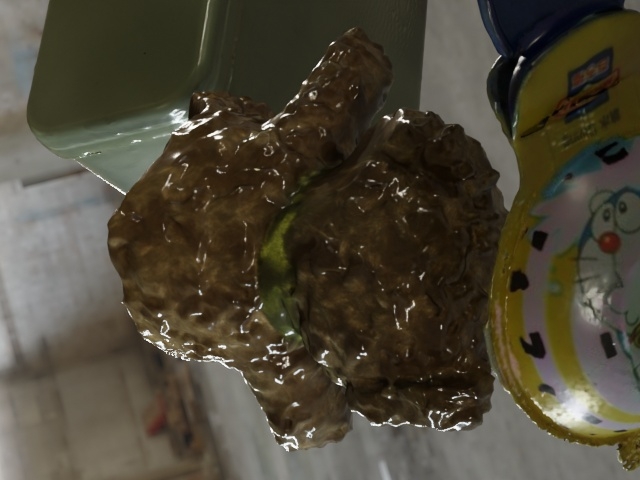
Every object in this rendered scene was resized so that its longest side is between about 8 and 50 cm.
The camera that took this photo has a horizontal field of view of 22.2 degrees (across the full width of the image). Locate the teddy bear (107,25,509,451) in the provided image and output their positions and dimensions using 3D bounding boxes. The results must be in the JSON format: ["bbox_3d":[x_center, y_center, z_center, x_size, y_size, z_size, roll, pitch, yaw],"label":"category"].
[{"bbox_3d":[0.003,0.000,0.944,0.296,0.222,0.246,3,-82,-86],"label":"teddy bear"}]

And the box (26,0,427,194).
[{"bbox_3d":[-0.059,-0.169,1.385,0.344,0.177,0.352,41,-133,-50],"label":"box"}]

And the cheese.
[{"bbox_3d":[0.120,-0.016,0.688,0.064,0.156,0.250,14,129,56],"label":"cheese"}]
